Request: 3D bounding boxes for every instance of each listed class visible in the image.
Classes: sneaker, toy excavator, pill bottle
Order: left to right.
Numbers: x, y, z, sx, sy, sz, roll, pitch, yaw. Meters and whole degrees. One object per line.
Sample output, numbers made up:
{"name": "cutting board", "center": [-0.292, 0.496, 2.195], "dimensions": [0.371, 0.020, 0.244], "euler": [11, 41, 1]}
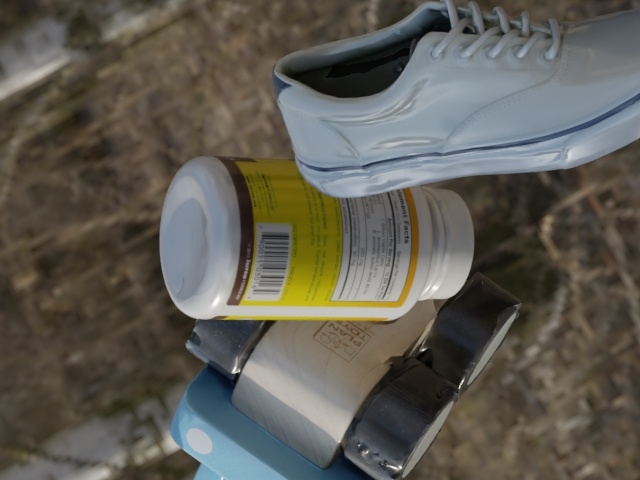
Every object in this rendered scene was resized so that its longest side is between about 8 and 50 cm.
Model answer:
{"name": "toy excavator", "center": [-0.053, 0.229, 1.770], "dimensions": [0.222, 0.433, 0.445], "euler": [33, 132, 10]}
{"name": "pill bottle", "center": [0.000, 0.000, 1.414], "dimensions": [0.117, 0.215, 0.117], "euler": [-7, 82, 62]}
{"name": "sneaker", "center": [0.092, -0.091, 1.084], "dimensions": [0.094, 0.258, 0.091], "euler": [-84, -28, -45]}
